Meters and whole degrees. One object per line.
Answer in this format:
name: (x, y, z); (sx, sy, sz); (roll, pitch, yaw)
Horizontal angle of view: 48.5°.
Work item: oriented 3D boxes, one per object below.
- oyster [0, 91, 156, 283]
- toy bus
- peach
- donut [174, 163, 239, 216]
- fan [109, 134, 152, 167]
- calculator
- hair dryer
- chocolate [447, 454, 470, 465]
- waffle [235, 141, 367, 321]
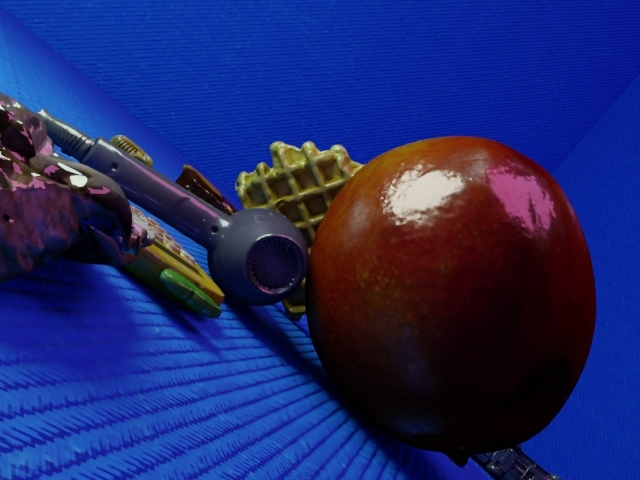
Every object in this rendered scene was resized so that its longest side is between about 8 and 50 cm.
oyster: (-0.191, -0.044, 0.463); (0.214, 0.083, 0.223); (45, -3, 22)
toy bus: (0.379, 0.446, 1.354); (0.236, 0.079, 0.094); (41, -15, 1)
peach: (0.157, 0.074, 0.865); (0.388, 0.388, 0.388); (41, 1, -1)
donut: (-0.182, -0.044, 1.206); (0.184, 0.073, 0.166); (42, 0, -25)
fan: (-0.304, -0.127, 1.162); (0.082, 0.039, 0.155); (41, 1, -34)
calculator: (-0.162, 0.008, 0.675); (0.146, 0.032, 0.235); (40, 0, -40)
hair dryer: (-0.188, -0.051, 0.882); (0.361, 0.121, 0.301); (35, -6, -17)
chocolate: (0.220, 0.303, 1.178); (0.125, 0.080, 0.148); (40, 0, -39)
waffle: (0.000, 0.000, 1.073); (0.309, 0.283, 0.065); (26, 16, 4)
